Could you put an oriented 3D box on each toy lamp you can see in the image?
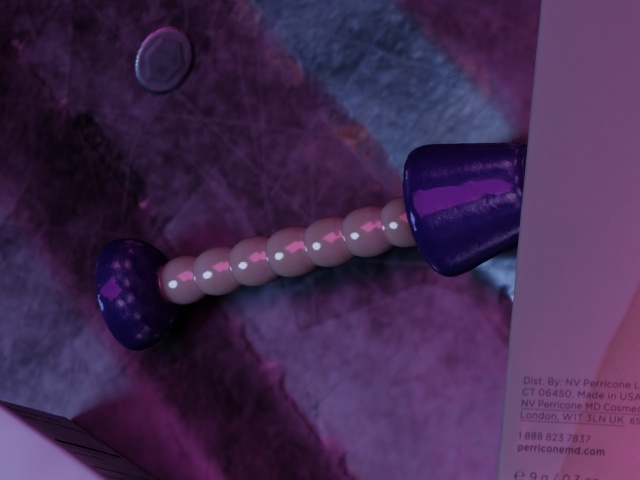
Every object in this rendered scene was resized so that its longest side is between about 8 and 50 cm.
[{"bbox_3d":[0.000,0.000,1.051,0.274,0.080,0.080,-13,71,24],"label":"toy lamp"}]

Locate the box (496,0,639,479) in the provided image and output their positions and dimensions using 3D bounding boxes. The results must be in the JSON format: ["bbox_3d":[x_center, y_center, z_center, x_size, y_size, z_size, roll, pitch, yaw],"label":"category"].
[{"bbox_3d":[0.180,-0.009,0.920,0.121,0.148,0.311,1,78,27],"label":"box"}]

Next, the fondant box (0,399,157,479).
[{"bbox_3d":[-0.117,0.273,1.028,0.330,0.096,0.238,29,91,32],"label":"fondant box"}]
